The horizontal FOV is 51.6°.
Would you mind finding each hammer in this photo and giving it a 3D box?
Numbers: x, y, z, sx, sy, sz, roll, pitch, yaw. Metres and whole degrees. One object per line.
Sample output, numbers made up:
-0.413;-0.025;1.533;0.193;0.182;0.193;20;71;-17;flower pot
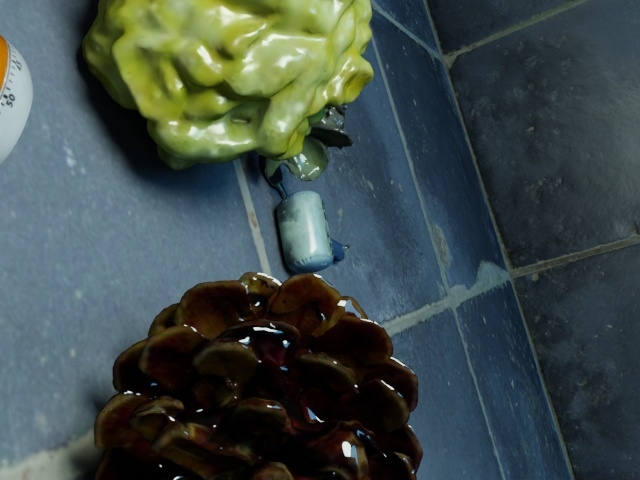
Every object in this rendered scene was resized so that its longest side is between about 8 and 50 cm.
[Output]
0.000;0.000;0.979;0.194;0.070;0.116;28;48;-67;hammer

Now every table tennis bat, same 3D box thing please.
-0.065;-0.091;0.962;0.083;0.007;0.050;63;26;-14;table tennis bat

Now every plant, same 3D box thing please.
-0.038;-0.183;0.921;0.131;0.143;0.203;52;25;-52;plant

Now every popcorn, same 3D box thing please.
-0.085;-0.223;0.705;0.312;0.312;0.312;44;37;-45;popcorn

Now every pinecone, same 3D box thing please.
-0.040;0.177;0.555;0.296;0.242;0.298;-61;134;-60;pinecone

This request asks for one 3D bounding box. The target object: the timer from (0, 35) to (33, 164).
-0.269;-0.109;0.449;0.136;0.099;0.136;57;16;-27;timer
